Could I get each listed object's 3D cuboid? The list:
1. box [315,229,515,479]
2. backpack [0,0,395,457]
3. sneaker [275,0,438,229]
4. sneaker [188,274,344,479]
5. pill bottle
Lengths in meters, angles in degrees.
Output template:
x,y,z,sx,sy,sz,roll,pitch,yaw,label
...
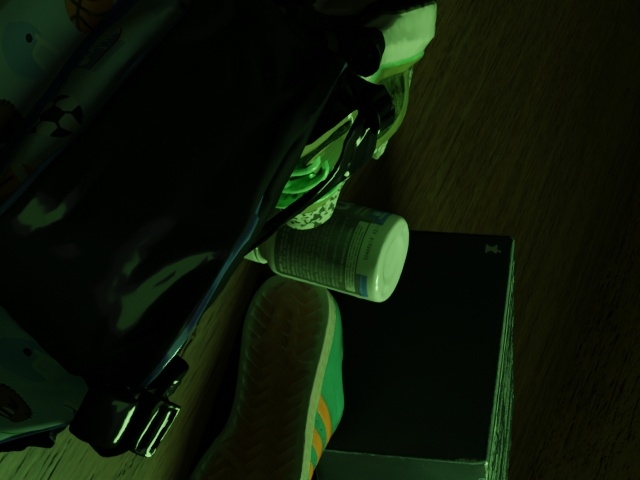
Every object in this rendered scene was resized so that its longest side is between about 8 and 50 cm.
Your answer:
x,y,z,sx,sy,sz,roll,pitch,yaw,label
0.108,0.190,1.584,0.294,0.183,0.296,84,14,-47,box
-0.139,-0.014,0.750,0.263,0.213,0.276,-38,-168,49,backpack
-0.009,-0.080,1.161,0.410,0.158,0.182,-40,135,-57,sneaker
-0.036,0.185,1.361,0.121,0.108,0.302,44,61,-64,sneaker
0.000,0.000,1.286,0.078,0.137,0.078,15,90,-71,pill bottle
